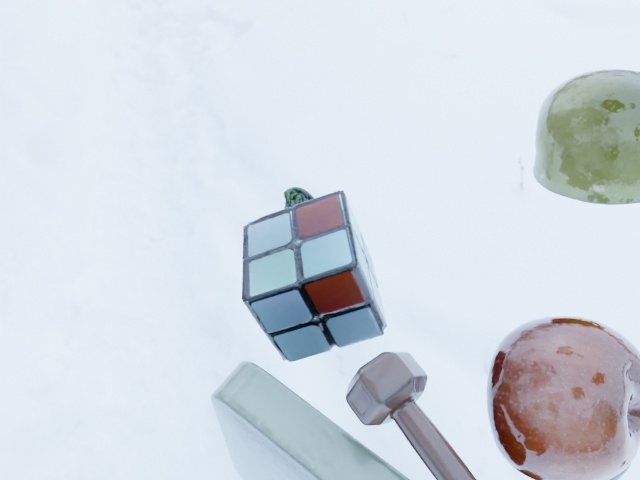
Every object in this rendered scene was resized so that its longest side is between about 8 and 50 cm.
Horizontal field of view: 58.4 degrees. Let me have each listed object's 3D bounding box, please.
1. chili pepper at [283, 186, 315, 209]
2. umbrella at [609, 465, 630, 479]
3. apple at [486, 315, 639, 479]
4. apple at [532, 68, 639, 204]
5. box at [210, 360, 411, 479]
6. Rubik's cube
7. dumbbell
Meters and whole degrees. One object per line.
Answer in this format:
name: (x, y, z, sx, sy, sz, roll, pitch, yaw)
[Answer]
chili pepper: (-0.003, 0.000, 1.233, 0.100, 0.074, 0.257, -26, 76, -8)
umbrella: (0.361, 0.415, 0.886, 0.337, 0.067, 0.073, -26, 58, -28)
apple: (0.293, 0.186, 0.671, 0.162, 0.201, 0.201, -3, 36, 37)
apple: (0.541, -0.201, 1.069, 0.257, 0.234, 0.295, -1, 13, 31)
box: (0.020, 0.360, 0.805, 0.373, 0.367, 0.090, 31, 58, 21)
Rubik's cube: (-0.011, 0.057, 0.899, 0.180, 0.167, 0.184, -17, 42, 11)
dumbbell: (0.120, 0.220, 0.594, 0.082, 0.092, 0.231, -14, 51, -39)
